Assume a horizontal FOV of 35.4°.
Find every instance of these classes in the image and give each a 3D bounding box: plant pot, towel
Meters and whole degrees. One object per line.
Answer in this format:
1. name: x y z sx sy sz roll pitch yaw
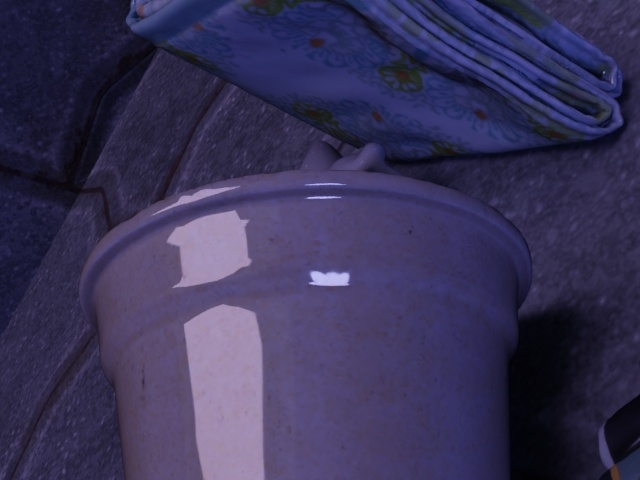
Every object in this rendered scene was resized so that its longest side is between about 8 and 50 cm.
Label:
1. plant pot: -0.002 0.170 0.674 0.334 0.333 0.305 -33 49 41
2. towel: 0.034 -0.166 0.878 0.374 0.320 0.090 3 68 59

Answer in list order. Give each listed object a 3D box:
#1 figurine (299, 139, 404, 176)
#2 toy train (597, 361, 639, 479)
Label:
1. figurine: 0.000 0.000 1.014 0.215 0.092 0.209 -68 23 3
2. toy train: 0.273 0.067 0.480 0.334 0.142 0.190 -47 19 28
